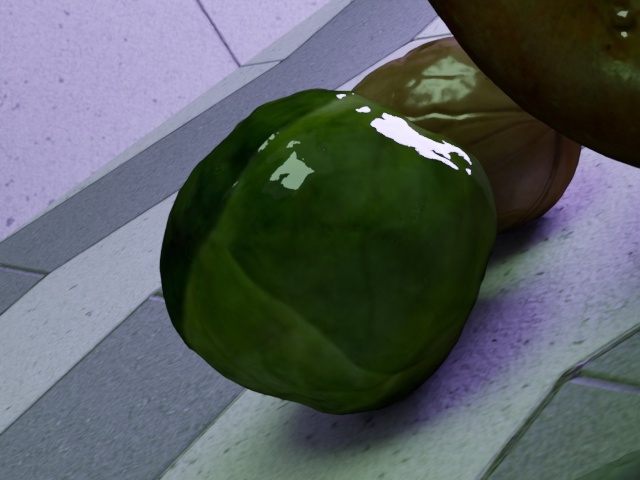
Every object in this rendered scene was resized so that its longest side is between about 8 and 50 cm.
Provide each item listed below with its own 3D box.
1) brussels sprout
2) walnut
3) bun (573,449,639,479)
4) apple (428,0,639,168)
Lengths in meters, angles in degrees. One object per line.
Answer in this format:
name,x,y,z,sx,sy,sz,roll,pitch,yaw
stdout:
brussels sprout,0.000,0.000,1.238,0.271,0.210,0.219,-101,33,-68
walnut,0.104,-0.077,1.388,0.207,0.167,0.167,-9,28,50
bun,0.064,0.198,0.529,0.354,0.194,0.354,-27,17,9
apple,0.244,-0.228,1.142,0.374,0.384,0.374,-40,-4,-4
